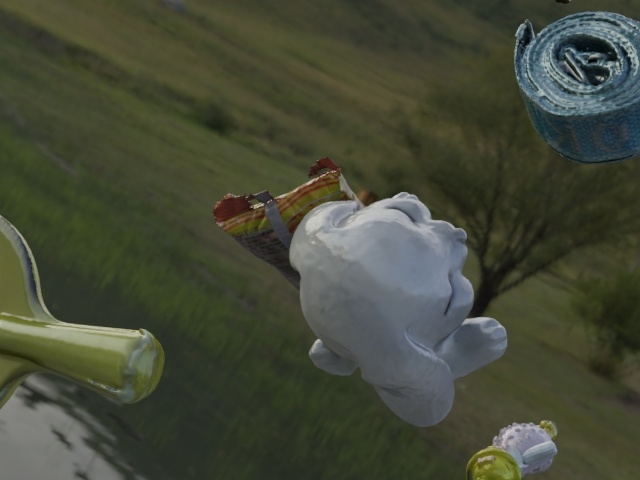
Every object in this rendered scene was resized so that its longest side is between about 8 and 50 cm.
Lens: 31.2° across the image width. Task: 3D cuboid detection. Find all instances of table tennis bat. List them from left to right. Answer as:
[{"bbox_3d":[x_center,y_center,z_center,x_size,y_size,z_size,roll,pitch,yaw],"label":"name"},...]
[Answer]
[{"bbox_3d":[-0.297,0.081,1.037,0.368,0.224,0.054,8,-9,27],"label":"table tennis bat"}]

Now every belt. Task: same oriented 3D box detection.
[{"bbox_3d":[0.262,-0.145,1.089,0.147,0.163,0.082,-7,-44,19],"label":"belt"}]

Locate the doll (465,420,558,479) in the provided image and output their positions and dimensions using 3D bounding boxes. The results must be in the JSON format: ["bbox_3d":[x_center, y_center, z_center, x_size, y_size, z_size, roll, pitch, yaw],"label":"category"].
[{"bbox_3d":[0.266,0.306,1.603,0.207,0.129,0.081,-18,88,-53],"label":"doll"}]

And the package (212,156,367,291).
[{"bbox_3d":[0.005,-0.003,1.732,0.288,0.223,0.108,36,38,-42],"label":"package"}]

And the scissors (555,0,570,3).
[{"bbox_3d":[0.251,-0.317,1.074,0.017,0.220,0.088,10,-36,22],"label":"scissors"}]

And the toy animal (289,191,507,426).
[{"bbox_3d":[0.065,0.061,1.180,0.272,0.206,0.265,60,2,11],"label":"toy animal"}]
